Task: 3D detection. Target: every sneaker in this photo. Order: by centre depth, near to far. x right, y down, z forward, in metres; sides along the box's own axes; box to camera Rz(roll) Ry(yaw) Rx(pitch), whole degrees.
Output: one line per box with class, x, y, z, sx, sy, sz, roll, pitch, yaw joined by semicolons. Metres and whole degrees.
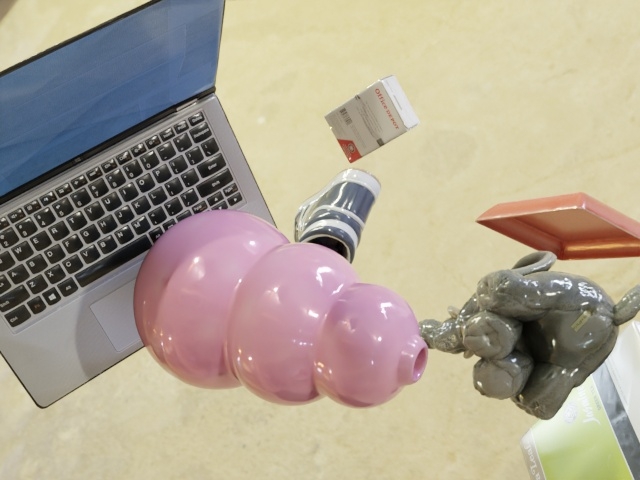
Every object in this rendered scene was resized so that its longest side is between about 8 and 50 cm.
sneaker;0.000;0.000;1.318;0.282;0.099;0.153;-46;18;59

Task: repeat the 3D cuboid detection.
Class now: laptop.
laptop;-0.221;-0.023;0.859;0.382;0.408;0.236;-32;27;-17

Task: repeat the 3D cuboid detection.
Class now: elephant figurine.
elephant figurine;0.221;0.087;0.881;0.186;0.239;0.169;20;95;2

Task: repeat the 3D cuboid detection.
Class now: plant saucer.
plant saucer;0.470;-0.026;1.463;0.258;0.259;0.048;-6;66;57

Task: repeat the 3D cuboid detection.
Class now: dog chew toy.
dog chew toy;-0.041;0.085;0.855;0.332;0.206;0.206;14;72;28

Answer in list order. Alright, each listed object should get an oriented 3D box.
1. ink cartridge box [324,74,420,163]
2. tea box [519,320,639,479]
ink cartridge box;0.089;-0.208;1.344;0.135;0.099;0.056;-26;5;39
tea box;0.500;0.358;1.141;0.329;0.220;0.323;-96;28;-47
